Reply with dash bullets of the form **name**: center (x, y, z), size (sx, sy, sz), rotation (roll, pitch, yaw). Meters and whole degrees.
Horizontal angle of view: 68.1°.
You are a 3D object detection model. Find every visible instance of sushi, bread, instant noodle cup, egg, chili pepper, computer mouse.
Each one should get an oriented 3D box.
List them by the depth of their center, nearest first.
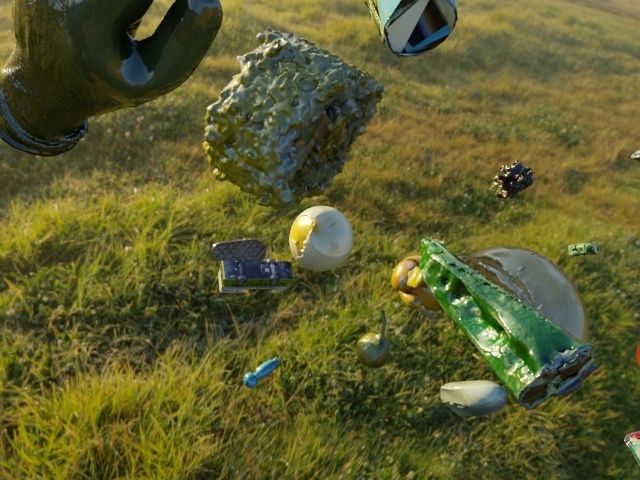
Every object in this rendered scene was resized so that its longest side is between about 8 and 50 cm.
- **chili pepper**: center (0.171, 0.062, 0.497), size (0.088, 0.059, 0.227), rotation (-24, 42, -9)
- **bread**: center (0.370, 0.100, 0.916), size (0.171, 0.192, 0.314), rotation (-15, 10, -19)
- **sushi**: center (-0.061, -0.242, 1.025), size (0.240, 0.351, 0.396), rotation (33, 22, 13)
- **instant noodle cup**: center (0.220, -0.577, 1.146), size (0.240, 0.240, 0.178), rotation (-2, 67, -22)
- **computer mouse**: center (0.458, 0.488, 1.455), size (0.068, 0.229, 0.113), rotation (-36, 99, -49)
- **egg**: center (0.000, 0.000, 2.113), size (0.283, 0.345, 0.283), rotation (5, 69, -13)

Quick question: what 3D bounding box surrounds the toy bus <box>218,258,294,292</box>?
- **toy bus**: center (-0.269, 0.148, 1.961), size (0.301, 0.139, 0.113), rotation (3, 58, -25)

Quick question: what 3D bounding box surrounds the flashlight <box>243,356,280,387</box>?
- **flashlight**: center (-0.187, 0.424, 1.516), size (0.129, 0.051, 0.051), rotation (-31, 55, -16)

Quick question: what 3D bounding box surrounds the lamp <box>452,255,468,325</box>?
- **lamp**: center (0.458, 0.163, 1.519), size (0.121, 0.121, 0.215), rotation (7, 66, -12)

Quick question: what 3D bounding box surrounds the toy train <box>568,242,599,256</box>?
- **toy train**: center (0.780, 0.026, 1.407), size (0.053, 0.083, 0.033), rotation (16, 73, -44)

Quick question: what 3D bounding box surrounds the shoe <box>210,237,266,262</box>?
- **shoe**: center (-0.244, 0.026, 1.393), size (0.179, 0.071, 0.049), rotation (0, 13, -38)

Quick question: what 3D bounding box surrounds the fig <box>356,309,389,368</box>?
- **fig**: center (0.233, 0.396, 1.911), size (0.149, 0.245, 0.149), rotation (14, 24, -6)

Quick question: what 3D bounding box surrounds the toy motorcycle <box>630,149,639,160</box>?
- **toy motorcycle**: center (0.981, -0.254, 1.306), size (0.114, 0.076, 0.205), rotation (-28, 14, -24)

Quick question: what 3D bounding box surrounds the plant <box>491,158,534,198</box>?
- **plant**: center (0.445, -0.136, 1.114), size (0.085, 0.087, 0.174), rotation (10, -3, 8)

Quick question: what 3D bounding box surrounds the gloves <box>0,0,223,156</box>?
- **gloves**: center (-0.152, -0.155, 0.335), size (0.135, 0.268, 0.107), rotation (58, 23, 1)

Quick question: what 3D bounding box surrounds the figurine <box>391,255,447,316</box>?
- **figurine**: center (0.386, 0.167, 1.755), size (0.228, 0.215, 0.215), rotation (33, 36, -15)

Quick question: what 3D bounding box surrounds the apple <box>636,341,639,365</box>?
- **apple**: center (0.826, 0.282, 1.095), size (0.147, 0.156, 0.158), rotation (30, 45, -30)

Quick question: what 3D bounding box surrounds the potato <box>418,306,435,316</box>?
- **potato**: center (0.490, 0.250, 2.103), size (0.105, 0.085, 0.188), rotation (38, 66, 4)

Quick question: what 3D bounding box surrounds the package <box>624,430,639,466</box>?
- **package**: center (0.748, 0.482, 0.944), size (0.166, 0.040, 0.232), rotation (-14, 48, 6)
